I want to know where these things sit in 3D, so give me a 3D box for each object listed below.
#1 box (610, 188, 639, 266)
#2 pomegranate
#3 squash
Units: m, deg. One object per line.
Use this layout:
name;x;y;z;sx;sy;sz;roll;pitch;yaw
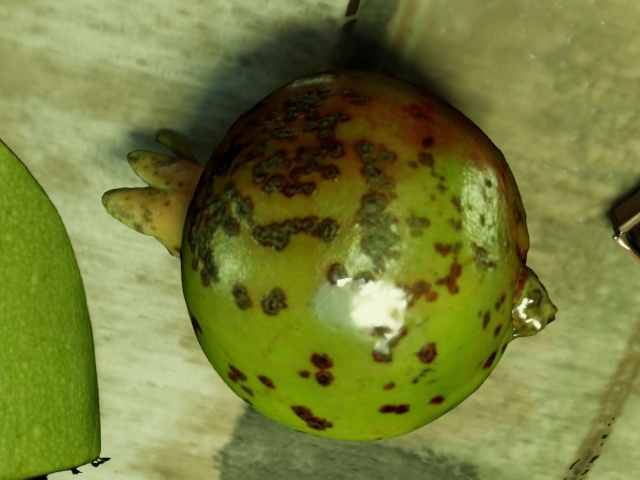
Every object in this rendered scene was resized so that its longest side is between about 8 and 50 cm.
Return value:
box;0.322;0.004;0.554;0.215;0.086;0.215;40;116;-18
pomegranate;0.004;-0.004;0.533;0.198;0.246;0.198;-19;124;-30
squash;-0.250;0.037;0.647;0.189;0.189;0.260;-10;84;9
